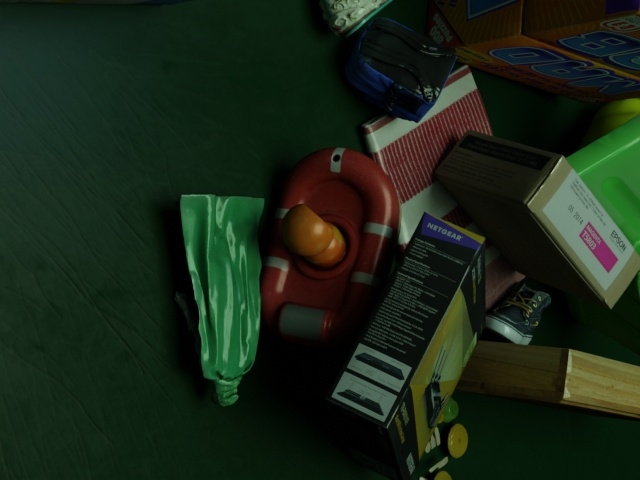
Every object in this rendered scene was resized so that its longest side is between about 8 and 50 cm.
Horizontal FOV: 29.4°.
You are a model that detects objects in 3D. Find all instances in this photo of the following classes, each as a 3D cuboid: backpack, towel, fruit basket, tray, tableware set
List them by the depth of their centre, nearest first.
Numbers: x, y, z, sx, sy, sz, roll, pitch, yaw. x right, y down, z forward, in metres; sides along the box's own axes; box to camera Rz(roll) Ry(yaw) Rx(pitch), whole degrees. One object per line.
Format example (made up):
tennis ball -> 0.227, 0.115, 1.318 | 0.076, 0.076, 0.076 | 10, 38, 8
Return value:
backpack -> 0.091, -0.211, 1.538 | 0.120, 0.101, 0.098 | 30, 55, -8
towel -> 0.175, -0.048, 1.676 | 0.237, 0.037, 0.329 | -35, 113, -39
tableware set -> 0.170, 0.298, 1.683 | 0.104, 0.024, 0.154 | -24, 107, -47
tray -> 0.378, 0.211, 1.769 | 0.411, 0.203, 0.076 | 15, 80, -46
fruit basket -> 0.463, -0.060, 1.849 | 0.283, 0.392, 0.392 | -30, 117, -6

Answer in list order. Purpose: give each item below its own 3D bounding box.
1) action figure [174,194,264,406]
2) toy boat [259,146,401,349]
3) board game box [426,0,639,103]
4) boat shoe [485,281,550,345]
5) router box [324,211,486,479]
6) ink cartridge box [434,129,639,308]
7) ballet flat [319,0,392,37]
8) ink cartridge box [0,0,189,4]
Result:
action figure -> -0.111, 0.068, 1.349 | 0.137, 0.063, 0.232 | 0, 86, -49
toy boat -> 0.000, 0.000, 1.386 | 0.151, 0.151, 0.231 | 49, 52, -65
board game box -> 0.403, -0.408, 1.650 | 0.356, 0.356, 0.356 | 10, 83, -39
boat shoe -> 0.275, 0.099, 1.719 | 0.083, 0.065, 0.183 | -63, 162, 3
router box -> 0.111, 0.140, 1.447 | 0.243, 0.081, 0.309 | -61, 163, -16
ink cartridge box -> 0.290, -0.029, 1.620 | 0.088, 0.193, 0.235 | -51, 125, -11
ballet flat -> 0.080, -0.337, 1.541 | 0.077, 0.091, 0.241 | 53, 47, -4
ink cartridge box -> -0.197, -0.334, 1.156 | 0.270, 0.197, 0.198 | -11, 98, -46
